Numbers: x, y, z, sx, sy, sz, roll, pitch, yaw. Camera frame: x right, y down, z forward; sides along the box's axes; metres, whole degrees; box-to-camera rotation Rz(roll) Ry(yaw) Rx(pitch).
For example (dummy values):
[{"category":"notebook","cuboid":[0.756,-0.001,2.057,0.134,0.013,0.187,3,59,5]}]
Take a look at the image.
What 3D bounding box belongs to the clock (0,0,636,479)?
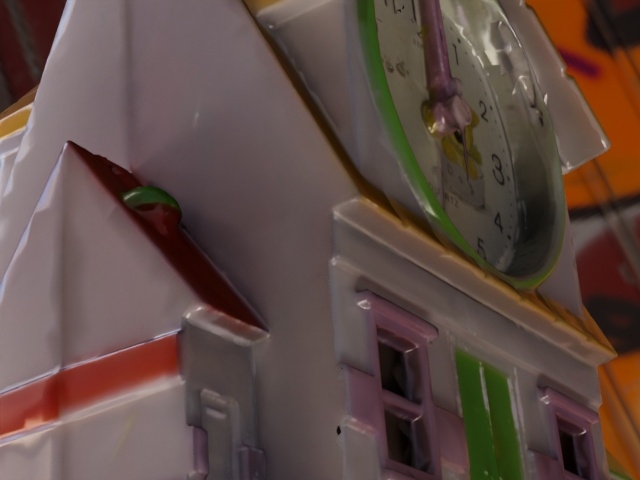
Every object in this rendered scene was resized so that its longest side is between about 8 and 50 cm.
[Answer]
[{"category":"clock","cuboid":[0.000,0.000,0.493,0.235,0.166,0.310,29,-132,-49]}]
